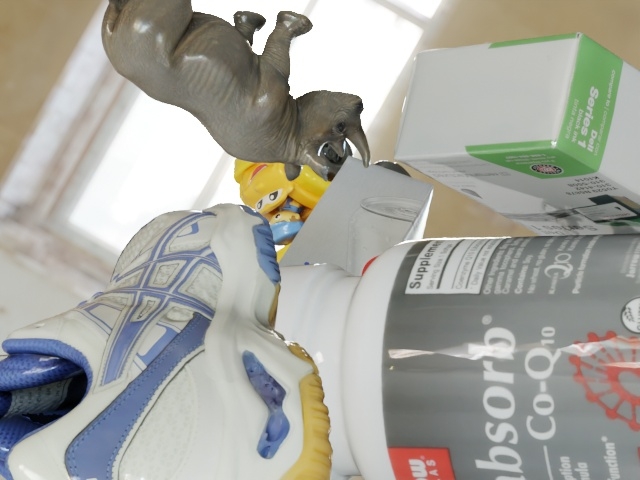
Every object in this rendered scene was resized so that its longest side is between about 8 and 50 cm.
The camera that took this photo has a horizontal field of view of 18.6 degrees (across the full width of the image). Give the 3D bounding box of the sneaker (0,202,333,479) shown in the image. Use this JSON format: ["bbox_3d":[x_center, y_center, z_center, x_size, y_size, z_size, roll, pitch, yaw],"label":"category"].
[{"bbox_3d":[-0.082,0.050,0.829,0.131,0.112,0.296,3,15,-11],"label":"sneaker"}]

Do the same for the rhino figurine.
[{"bbox_3d":[-0.054,-0.114,1.362,0.243,0.106,0.073,35,-22,-31],"label":"rhino figurine"}]

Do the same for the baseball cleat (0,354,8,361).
[{"bbox_3d":[-0.189,0.114,1.459,0.205,0.072,0.109,-8,-6,-14],"label":"baseball cleat"}]

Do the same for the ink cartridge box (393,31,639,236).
[{"bbox_3d":[0.190,-0.066,1.448,0.219,0.093,0.160,26,-18,-40],"label":"ink cartridge box"}]

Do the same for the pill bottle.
[{"bbox_3d":[0.141,0.101,1.445,0.362,0.210,0.210,-2,-12,22],"label":"pill bottle"}]

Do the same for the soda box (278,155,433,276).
[{"bbox_3d":[0.012,0.045,1.872,0.098,0.286,0.091,21,-46,12],"label":"soda box"}]

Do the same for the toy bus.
[{"bbox_3d":[0.000,0.000,2.293,0.220,0.211,0.149,29,-36,-28],"label":"toy bus"}]
